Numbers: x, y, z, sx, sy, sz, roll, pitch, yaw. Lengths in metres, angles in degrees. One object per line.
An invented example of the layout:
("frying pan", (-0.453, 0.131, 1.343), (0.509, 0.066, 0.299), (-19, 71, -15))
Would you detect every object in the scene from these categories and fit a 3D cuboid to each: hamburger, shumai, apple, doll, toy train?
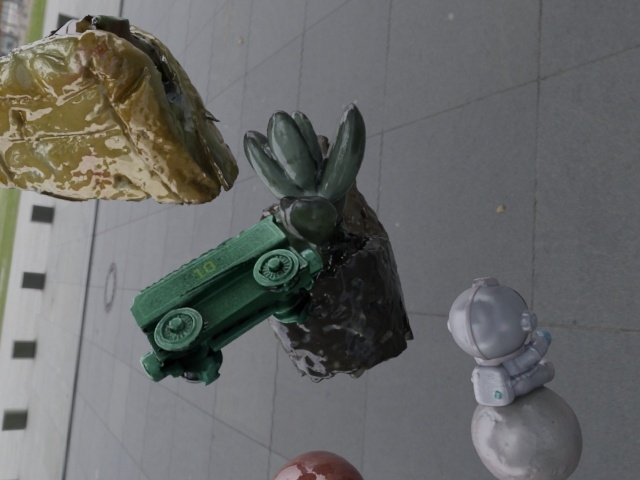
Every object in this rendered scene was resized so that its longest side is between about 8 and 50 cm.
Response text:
("hamburger", (-0.264, -0.167, 0.651), (0.162, 0.330, 0.208), (-81, -2, -53))
("shumai", (0.023, -0.062, 0.833), (0.184, 0.218, 0.185), (27, 99, 60))
("apple", (-0.006, 0.354, 0.705), (0.153, 0.120, 0.153), (-31, 48, 43))
("doll", (0.252, 0.187, 0.729), (0.151, 0.151, 0.287), (-10, 102, 57))
("toy train", (-0.082, 0.049, 0.464), (0.099, 0.172, 0.070), (44, 158, 39))

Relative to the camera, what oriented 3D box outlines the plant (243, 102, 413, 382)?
("plant", (-0.002, 0.002, 0.557), (0.149, 0.147, 0.274), (-57, -46, -78))
